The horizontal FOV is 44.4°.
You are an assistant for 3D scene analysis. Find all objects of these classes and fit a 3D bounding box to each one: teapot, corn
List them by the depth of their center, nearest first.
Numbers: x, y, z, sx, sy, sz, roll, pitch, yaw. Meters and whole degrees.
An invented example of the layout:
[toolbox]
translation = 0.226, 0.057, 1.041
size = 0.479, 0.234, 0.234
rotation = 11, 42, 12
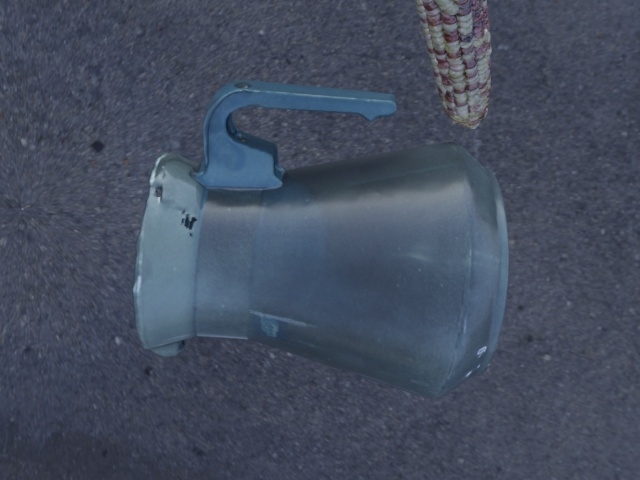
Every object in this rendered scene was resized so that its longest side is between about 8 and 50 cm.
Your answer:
[teapot]
translation = 0.000, 0.000, 0.520
size = 0.225, 0.171, 0.203
rotation = 4, 117, -4
[corn]
translation = 0.148, -0.220, 0.856
size = 0.079, 0.079, 0.237
rotation = -35, 136, -16
